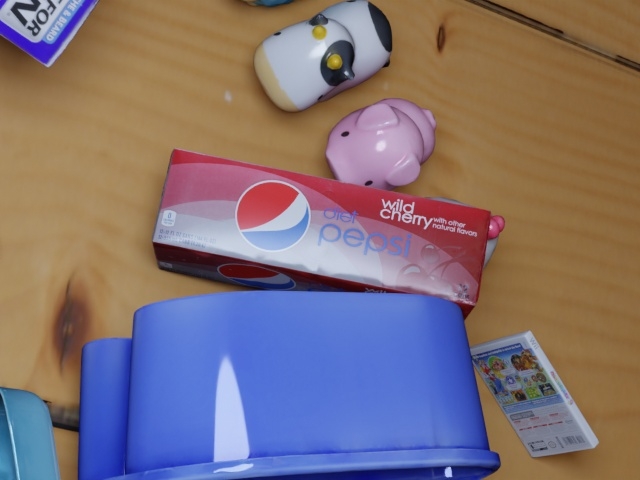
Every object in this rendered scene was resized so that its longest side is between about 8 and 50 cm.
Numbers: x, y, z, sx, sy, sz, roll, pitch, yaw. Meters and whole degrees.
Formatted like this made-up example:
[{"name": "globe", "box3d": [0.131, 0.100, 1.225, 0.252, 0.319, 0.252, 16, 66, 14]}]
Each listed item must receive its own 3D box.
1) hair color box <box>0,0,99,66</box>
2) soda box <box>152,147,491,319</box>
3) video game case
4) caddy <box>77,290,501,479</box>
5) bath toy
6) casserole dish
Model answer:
[{"name": "hair color box", "box3d": [-0.307, -0.284, 1.025, 0.338, 0.185, 0.110, 33, 105, -18]}, {"name": "soda box", "box3d": [0.000, 0.000, 1.137, 0.263, 0.092, 0.084, 11, 73, -1]}, {"name": "video game case", "box3d": [0.193, 0.142, 1.276, 0.011, 0.087, 0.122, -37, 98, -34]}, {"name": "caddy", "box3d": [-0.027, 0.151, 1.061, 0.341, 0.241, 0.179, 2, 73, -29]}, {"name": "bath toy", "box3d": [0.049, -0.103, 1.229, 0.151, 0.129, 0.348, -34, 97, -31]}, {"name": "casserole dish", "box3d": [-0.214, 0.189, 1.014, 0.037, 0.114, 0.189, -5, 81, -25]}]
